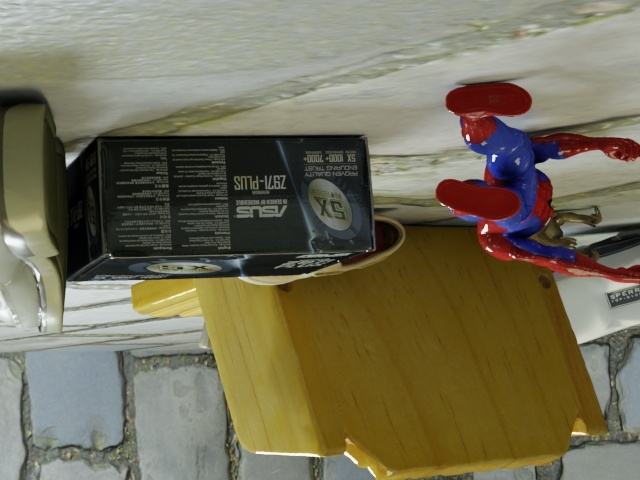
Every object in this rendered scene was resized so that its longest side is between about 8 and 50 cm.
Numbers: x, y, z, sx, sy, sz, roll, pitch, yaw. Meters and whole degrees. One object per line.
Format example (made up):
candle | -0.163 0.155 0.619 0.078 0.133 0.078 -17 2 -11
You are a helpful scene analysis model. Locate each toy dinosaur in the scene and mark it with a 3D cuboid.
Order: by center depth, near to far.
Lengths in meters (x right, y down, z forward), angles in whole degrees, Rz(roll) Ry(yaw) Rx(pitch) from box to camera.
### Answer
toy dinosaur | 0.215 -0.010 1.626 0.092 0.053 0.183 11 175 32

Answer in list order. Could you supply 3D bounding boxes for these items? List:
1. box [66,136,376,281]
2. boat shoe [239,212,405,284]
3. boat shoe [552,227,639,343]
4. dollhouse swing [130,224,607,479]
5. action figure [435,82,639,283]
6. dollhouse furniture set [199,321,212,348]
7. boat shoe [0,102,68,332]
box | -0.072 -0.019 1.160 0.180 0.077 0.147 -1 173 -19
boat shoe | 0.000 0.000 1.491 0.170 0.063 0.059 -11 177 -38
boat shoe | 0.353 0.031 1.823 0.301 0.108 0.102 -17 -156 10
dollhouse swing | 0.021 0.128 1.721 0.347 0.315 0.305 1 153 -38
action figure | 0.155 -0.029 1.096 0.139 0.091 0.280 8 176 10
dollhouse furniture set | 0.051 0.115 2.376 0.374 0.152 0.201 13 179 16
boat shoe | -0.206 -0.013 1.048 0.103 0.113 0.302 -2 163 -5
